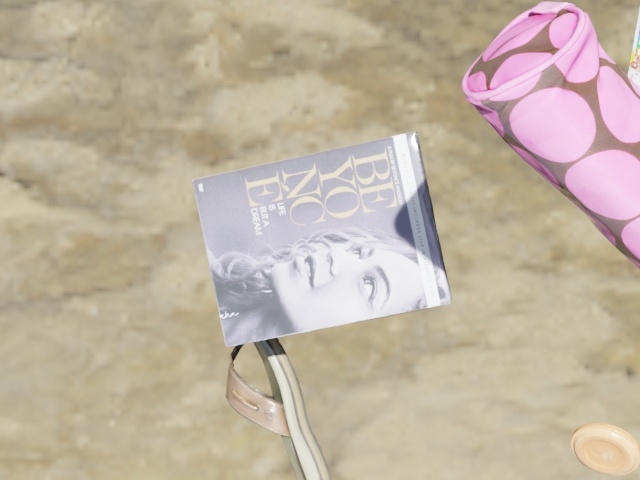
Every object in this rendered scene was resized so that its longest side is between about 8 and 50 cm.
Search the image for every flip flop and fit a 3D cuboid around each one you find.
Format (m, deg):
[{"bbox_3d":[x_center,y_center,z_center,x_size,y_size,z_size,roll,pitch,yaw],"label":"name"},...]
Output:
[{"bbox_3d":[-0.061,0.189,2.025,0.080,0.277,0.112,-20,-176,-7],"label":"flip flop"}]

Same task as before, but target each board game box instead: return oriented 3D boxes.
[{"bbox_3d":[0.366,-0.183,2.035,0.026,0.154,0.103,7,142,12],"label":"board game box"}]

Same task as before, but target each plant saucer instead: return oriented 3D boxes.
[{"bbox_3d":[0.331,0.245,2.077,0.083,0.013,0.083,15,136,15],"label":"plant saucer"}]

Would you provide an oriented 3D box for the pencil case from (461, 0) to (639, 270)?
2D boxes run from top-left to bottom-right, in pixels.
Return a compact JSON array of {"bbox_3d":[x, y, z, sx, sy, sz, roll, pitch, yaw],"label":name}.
[{"bbox_3d":[0.185,-0.058,1.094,0.209,0.098,0.095,42,169,-25],"label":"pencil case"}]

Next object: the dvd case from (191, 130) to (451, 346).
[{"bbox_3d":[0.000,0.000,1.682,0.221,0.164,0.018,-12,180,11],"label":"dvd case"}]
